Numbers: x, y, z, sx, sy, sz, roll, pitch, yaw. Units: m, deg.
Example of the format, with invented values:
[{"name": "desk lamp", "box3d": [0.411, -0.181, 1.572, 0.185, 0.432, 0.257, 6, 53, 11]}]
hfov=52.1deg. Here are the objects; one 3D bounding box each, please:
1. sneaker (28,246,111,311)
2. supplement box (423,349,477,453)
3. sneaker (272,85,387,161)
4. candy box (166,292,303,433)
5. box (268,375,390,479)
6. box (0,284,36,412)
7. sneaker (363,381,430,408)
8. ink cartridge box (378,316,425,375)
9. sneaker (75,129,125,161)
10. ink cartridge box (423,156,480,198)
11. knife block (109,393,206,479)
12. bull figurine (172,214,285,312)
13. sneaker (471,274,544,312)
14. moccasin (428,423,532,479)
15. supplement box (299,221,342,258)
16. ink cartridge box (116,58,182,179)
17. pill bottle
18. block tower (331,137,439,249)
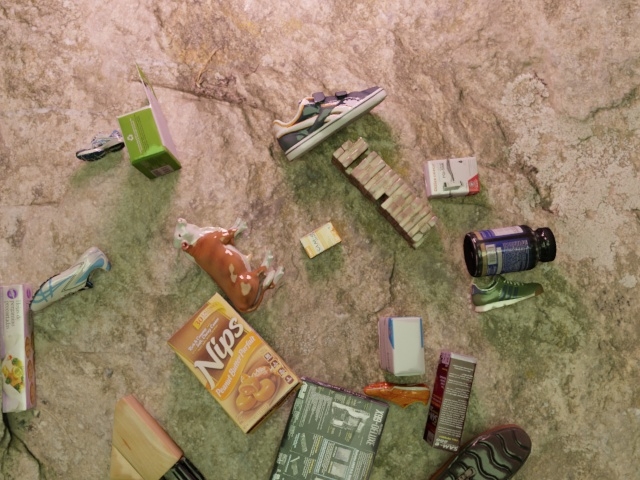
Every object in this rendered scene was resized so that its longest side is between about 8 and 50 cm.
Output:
[{"name": "sneaker", "box3d": [-0.655, 0.114, 1.709, 0.237, 0.085, 0.086, -38, 93, -2]}, {"name": "supplement box", "box3d": [0.331, 0.409, 1.679, 0.073, 0.130, 0.239, 13, 82, 0]}, {"name": "sneaker", "box3d": [0.021, -0.348, 1.758, 0.321, 0.126, 0.127, -32, 91, -3]}, {"name": "candy box", "box3d": [-0.217, 0.310, 1.661, 0.183, 0.087, 0.316, -44, 72, -6]}, {"name": "box", "box3d": [0.018, 0.531, 1.674, 0.242, 0.076, 0.307, 17, 82, 2]}, {"name": "box", "box3d": [-0.784, 0.277, 1.693, 0.063, 0.067, 0.324, -5, 83, -3]}, {"name": "sneaker", "box3d": [0.200, 0.406, 1.710, 0.175, 0.064, 0.067, 5, 90, 1]}, {"name": "ink cartridge box", "box3d": [0.202, 0.264, 1.661, 0.082, 0.191, 0.139, -2, 84, -3]}, {"name": "sneaker", "box3d": [-0.599, -0.259, 1.773, 0.135, 0.052, 0.058, -22, 75, -11]}, {"name": "ink cartridge box", "box3d": [0.357, -0.170, 1.782, 0.135, 0.056, 0.099, -6, 85, -3]}, {"name": "knife block", "box3d": [-0.402, 0.538, 1.664, 0.242, 0.088, 0.276, 2, 83, -2]}, {"name": "bull figurine", "box3d": [-0.243, 0.040, 1.718, 0.188, 0.101, 0.310, -40, 86, -7]}, {"name": "sneaker", "box3d": [0.494, 0.126, 1.747, 0.192, 0.064, 0.086, -17, 89, 0]}, {"name": "moccasin", "box3d": [0.374, 0.608, 1.663, 0.380, 0.147, 0.139, -45, 72, -2]}, {"name": "supplement box", "box3d": [0.000, 0.000, 1.762, 0.098, 0.036, 0.062, -30, 85, -4]}, {"name": "ink cartridge box", "box3d": [-0.463, -0.309, 1.709, 0.097, 0.189, 0.255, -20, 83, -2]}, {"name": "pill bottle", "box3d": [0.500, 0.025, 1.731, 0.219, 0.123, 0.123, -7, 84, -2]}, {"name": "block tower", "box3d": [0.176, -0.130, 1.754, 0.091, 0.097, 0.335, -43, 88, -5]}]
